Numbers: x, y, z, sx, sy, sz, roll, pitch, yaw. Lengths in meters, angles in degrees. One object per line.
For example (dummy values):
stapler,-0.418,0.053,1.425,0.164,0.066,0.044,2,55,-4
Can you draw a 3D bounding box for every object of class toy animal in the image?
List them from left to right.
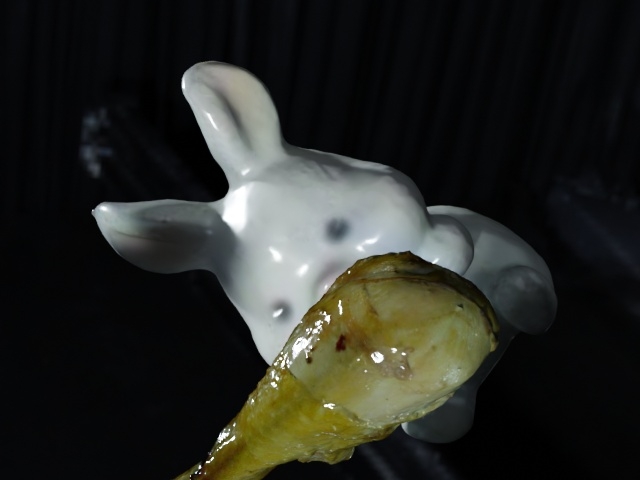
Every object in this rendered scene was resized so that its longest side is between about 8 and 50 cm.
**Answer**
toy animal,0.006,0.005,1.542,0.367,0.196,0.241,26,-167,-31

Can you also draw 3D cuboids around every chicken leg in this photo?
chicken leg,0.001,0.071,0.794,0.070,0.178,0.093,54,-160,17
